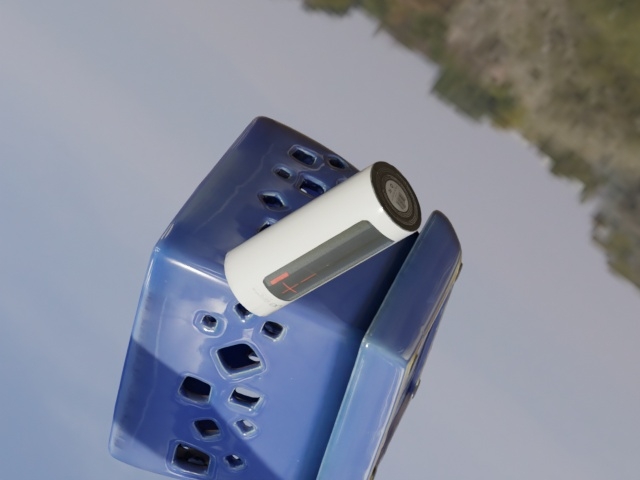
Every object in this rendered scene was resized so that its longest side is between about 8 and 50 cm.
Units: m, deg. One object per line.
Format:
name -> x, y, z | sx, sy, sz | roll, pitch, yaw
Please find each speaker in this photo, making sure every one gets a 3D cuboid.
speaker -> 0.000, 0.000, 1.171 | 0.055, 0.136, 0.055 | 37, -144, -34

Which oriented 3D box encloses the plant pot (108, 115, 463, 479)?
plant pot -> -0.020, 0.073, 1.408 | 0.212, 0.236, 0.236 | 23, -143, 7
